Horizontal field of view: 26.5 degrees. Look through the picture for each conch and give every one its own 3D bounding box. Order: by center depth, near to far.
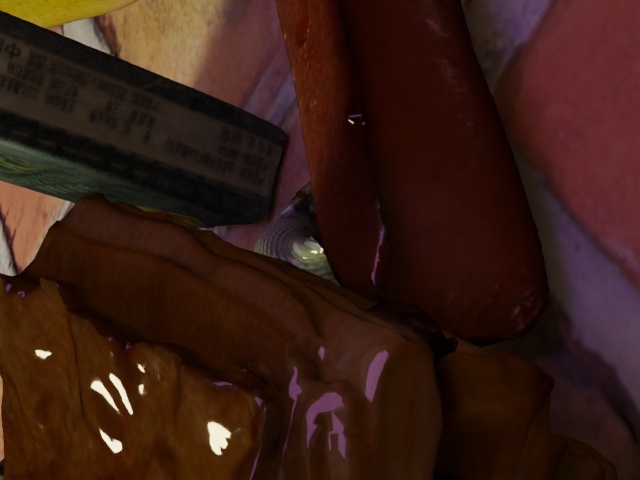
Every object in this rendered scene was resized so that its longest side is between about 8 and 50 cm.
[{"bbox_3d":[0.002,0.002,0.749,0.085,0.056,0.076,1,62,57],"label":"conch"}]

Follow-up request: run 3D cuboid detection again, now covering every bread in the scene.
[{"bbox_3d":[-0.020,0.173,0.589,0.314,0.191,0.370,20,110,52],"label":"bread"}]

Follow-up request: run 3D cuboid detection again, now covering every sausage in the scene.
[{"bbox_3d":[0.034,-0.081,0.700,0.102,0.102,0.330,-44,45,39],"label":"sausage"}]

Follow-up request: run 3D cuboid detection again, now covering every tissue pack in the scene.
[{"bbox_3d":[-0.176,-0.078,0.870,0.185,0.257,0.081,0,74,57],"label":"tissue pack"}]

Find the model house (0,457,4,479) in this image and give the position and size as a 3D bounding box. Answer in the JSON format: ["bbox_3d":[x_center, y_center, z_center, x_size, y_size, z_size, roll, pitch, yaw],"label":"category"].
[{"bbox_3d":[-0.243,0.198,0.894,0.189,0.214,0.195,-24,-49,-83],"label":"model house"}]

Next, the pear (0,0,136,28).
[{"bbox_3d":[-0.212,-0.282,0.980,0.336,0.285,0.285,-62,33,2],"label":"pear"}]
